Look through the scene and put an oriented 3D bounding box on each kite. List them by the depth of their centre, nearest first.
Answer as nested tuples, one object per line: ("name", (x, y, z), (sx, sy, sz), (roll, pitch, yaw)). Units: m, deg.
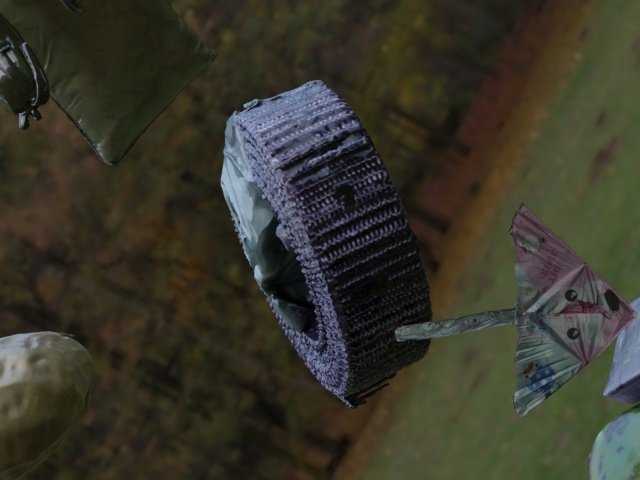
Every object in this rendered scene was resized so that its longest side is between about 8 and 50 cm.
("kite", (0.123, 0.044, 1.132), (0.005, 0.153, 0.137), (-64, -25, -84))

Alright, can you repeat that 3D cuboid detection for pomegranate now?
("pomegranate", (0.400, 0.243, 1.931), (0.211, 0.211, 0.263), (-60, -15, -49))

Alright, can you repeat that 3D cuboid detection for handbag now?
("handbag", (-0.232, -0.131, 1.301), (0.047, 0.111, 0.072), (-40, -21, -1))

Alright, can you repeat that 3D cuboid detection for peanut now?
("peanut", (-0.379, 0.187, 1.835), (0.313, 0.149, 0.149), (-14, -25, -23))

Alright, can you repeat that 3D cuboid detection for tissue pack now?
("tissue pack", (0.364, 0.110, 1.953), (0.156, 0.051, 0.112), (124, 165, -69))

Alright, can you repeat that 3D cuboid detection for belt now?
("belt", (0.000, 0.000, 1.612), (0.122, 0.260, 0.325), (-26, -29, -11))

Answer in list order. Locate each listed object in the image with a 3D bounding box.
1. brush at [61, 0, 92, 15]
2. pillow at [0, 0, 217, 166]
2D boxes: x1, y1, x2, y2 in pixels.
("brush", (-0.280, -0.297, 1.681), (0.027, 0.266, 0.062), (-39, -38, 4))
("pillow", (-0.256, -0.245, 1.945), (0.185, 0.302, 0.075), (-48, 32, -14))
